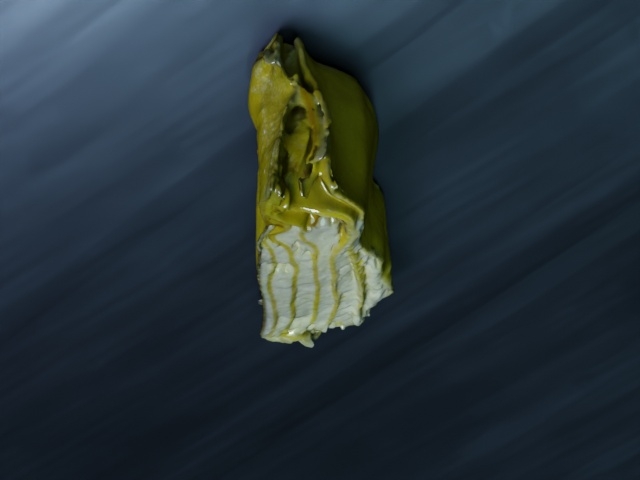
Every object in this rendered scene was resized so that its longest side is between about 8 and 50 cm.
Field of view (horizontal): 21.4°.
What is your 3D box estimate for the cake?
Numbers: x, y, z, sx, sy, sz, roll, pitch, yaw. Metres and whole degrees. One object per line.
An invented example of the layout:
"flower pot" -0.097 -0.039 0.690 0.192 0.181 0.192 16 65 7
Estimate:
"cake" 0.004 0.000 0.816 0.079 0.116 0.185 -1 123 -7
